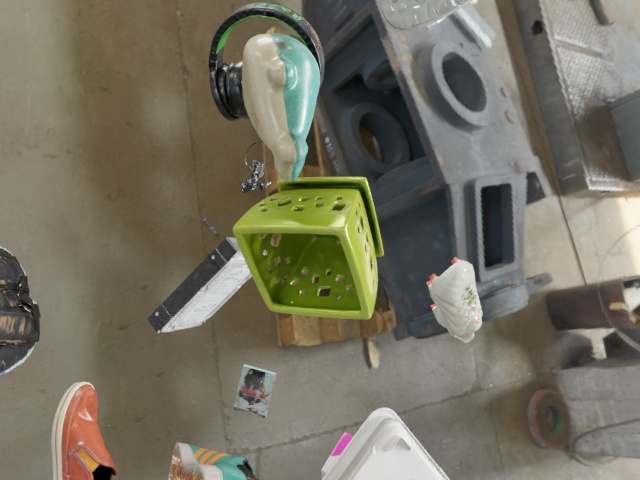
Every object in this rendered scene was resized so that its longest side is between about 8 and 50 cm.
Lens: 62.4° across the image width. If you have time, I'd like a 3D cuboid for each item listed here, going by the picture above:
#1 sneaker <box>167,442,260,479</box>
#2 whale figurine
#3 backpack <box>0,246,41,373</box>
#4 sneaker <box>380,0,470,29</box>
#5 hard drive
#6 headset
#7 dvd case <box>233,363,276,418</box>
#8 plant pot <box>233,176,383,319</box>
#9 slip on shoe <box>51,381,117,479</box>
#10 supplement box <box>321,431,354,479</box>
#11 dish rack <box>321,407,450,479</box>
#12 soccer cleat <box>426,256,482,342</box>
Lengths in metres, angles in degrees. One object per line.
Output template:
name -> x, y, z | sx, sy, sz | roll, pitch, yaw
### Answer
sneaker -> -0.191, 0.427, 0.932 | 0.121, 0.302, 0.108 | 15, 75, -24
whale figurine -> -0.057, -0.248, 0.969 | 0.141, 0.216, 0.272 | -11, 69, -15
backpack -> -0.593, 0.116, 0.792 | 0.290, 0.273, 0.355 | 70, 20, 1
sneaker -> 0.162, -0.287, 0.507 | 0.090, 0.235, 0.095 | 57, 27, 5
hard drive -> -0.314, 0.131, 1.542 | 0.064, 0.339, 0.237 | 48, 10, 15
headset -> -0.130, -0.301, 1.156 | 0.243, 0.394, 0.185 | 13, 40, 3
dvd case -> -0.166, 0.382, 1.338 | 0.087, 0.013, 0.120 | 15, 97, 6
plant pot -> 0.000, 0.000, 1.029 | 0.207, 0.227, 0.228 | -63, 145, -45
slip on shoe -> -0.422, 0.412, 0.964 | 0.101, 0.123, 0.331 | -16, 51, -4
supplement box -> 0.076, 0.570, 1.233 | 0.111, 0.114, 0.220 | -47, 146, -40
dish rack -> 0.153, 0.548, 1.085 | 0.285, 0.072, 0.333 | -46, 110, -25
soccer cleat -> 0.188, 0.084, 0.710 | 0.068, 0.196, 0.076 | -36, 64, -5
